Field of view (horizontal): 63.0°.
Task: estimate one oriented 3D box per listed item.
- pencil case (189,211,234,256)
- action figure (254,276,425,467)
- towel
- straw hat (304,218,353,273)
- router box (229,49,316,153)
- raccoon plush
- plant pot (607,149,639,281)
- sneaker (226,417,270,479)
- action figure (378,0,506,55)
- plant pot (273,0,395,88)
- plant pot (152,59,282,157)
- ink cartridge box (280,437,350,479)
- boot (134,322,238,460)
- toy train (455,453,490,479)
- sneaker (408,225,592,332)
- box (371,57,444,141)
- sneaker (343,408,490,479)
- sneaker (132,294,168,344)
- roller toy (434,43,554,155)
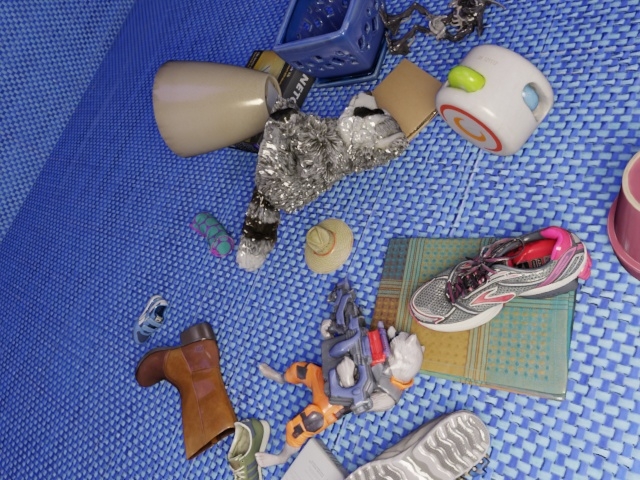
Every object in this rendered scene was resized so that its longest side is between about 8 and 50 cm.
[{"bbox_3d":[-0.298,-0.019,1.430,0.070,0.065,0.151,-33,44,-14],"label":"pencil case"},{"bbox_3d":[0.041,0.238,0.968,0.330,0.179,0.341,-27,26,21],"label":"action figure"},{"bbox_3d":[0.262,0.119,0.941,0.370,0.040,0.272,0,67,39],"label":"towel"},{"bbox_3d":[0.000,0.000,1.192,0.144,0.061,0.145,-18,56,29],"label":"straw hat"},{"bbox_3d":[-0.167,-0.408,1.533,0.242,0.081,0.309,19,79,42],"label":"router box"},{"bbox_3d":[0.011,-0.120,1.173,0.216,0.299,0.447,-74,0,-66],"label":"raccoon plush"},{"bbox_3d":[0.512,-0.047,0.739,0.201,0.180,0.201,-18,57,29],"label":"plant pot"},{"bbox_3d":[-0.158,0.452,1.046,0.064,0.086,0.192,-9,61,34],"label":"sneaker"},{"bbox_3d":[0.277,-0.529,1.212,0.275,0.141,0.164,-13,75,28],"label":"action figure"},{"bbox_3d":[0.052,-0.531,1.341,0.235,0.212,0.236,4,69,38],"label":"plant pot"},{"bbox_3d":[-0.248,-0.357,1.368,0.273,0.256,0.257,-2,64,18],"label":"plant pot"},{"bbox_3d":[-0.008,0.514,0.924,0.224,0.045,0.223,-53,47,0],"label":"ink cartridge box"},{"bbox_3d":[-0.322,0.377,1.240,0.264,0.096,0.281,-30,58,12],"label":"boot"},{"bbox_3d":[0.217,0.394,0.828,0.158,0.027,0.036,-53,48,2],"label":"toy train"},{"bbox_3d":[0.276,0.056,0.860,0.299,0.112,0.121,-28,52,26],"label":"sneaker"},{"bbox_3d":[0.202,-0.334,1.248,0.164,0.021,0.201,-45,47,9],"label":"box"},{"bbox_3d":[0.153,0.370,0.842,0.281,0.115,0.105,-35,75,12],"label":"sneaker"},{"bbox_3d":[-0.467,0.222,1.437,0.059,0.053,0.144,17,78,40],"label":"sneaker"},{"bbox_3d":[0.332,-0.269,0.997,0.191,0.209,0.146,38,92,5],"label":"roller toy"}]
